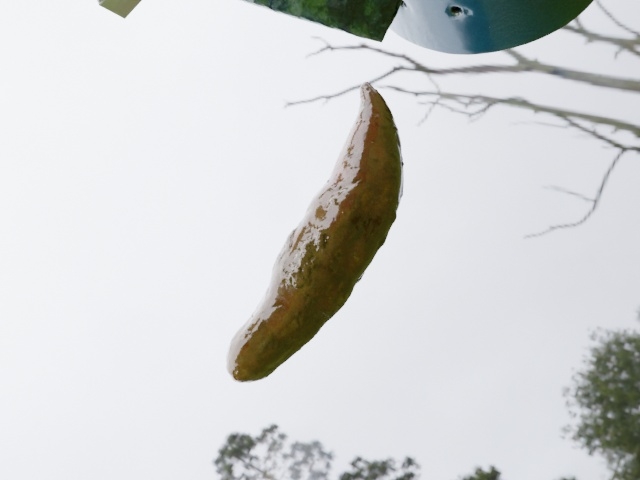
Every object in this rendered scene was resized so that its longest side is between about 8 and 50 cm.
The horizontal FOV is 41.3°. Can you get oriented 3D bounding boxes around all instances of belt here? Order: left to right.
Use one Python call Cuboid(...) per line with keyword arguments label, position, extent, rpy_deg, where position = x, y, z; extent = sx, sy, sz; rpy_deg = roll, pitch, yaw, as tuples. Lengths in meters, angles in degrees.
Cuboid(label="belt", position=(0.211, -0.421, 1.198), extent=(0.300, 0.436, 0.173), rpy_deg=(-30, -50, -2))

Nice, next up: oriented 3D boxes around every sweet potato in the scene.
Cuboid(label="sweet potato", position=(0.014, 0.002, 0.900), extent=(0.355, 0.106, 0.095), rpy_deg=(-64, -23, -4))

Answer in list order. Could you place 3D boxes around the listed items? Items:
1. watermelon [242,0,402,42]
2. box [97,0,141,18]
Cuboid(label="watermelon", position=(-0.014, -0.278, 0.696), extent=(0.213, 0.261, 0.201), rpy_deg=(-66, -16, 14))
Cuboid(label="box", position=(-0.236, -0.362, 1.023), extent=(0.129, 0.130, 0.051), rpy_deg=(-41, -26, 19))
